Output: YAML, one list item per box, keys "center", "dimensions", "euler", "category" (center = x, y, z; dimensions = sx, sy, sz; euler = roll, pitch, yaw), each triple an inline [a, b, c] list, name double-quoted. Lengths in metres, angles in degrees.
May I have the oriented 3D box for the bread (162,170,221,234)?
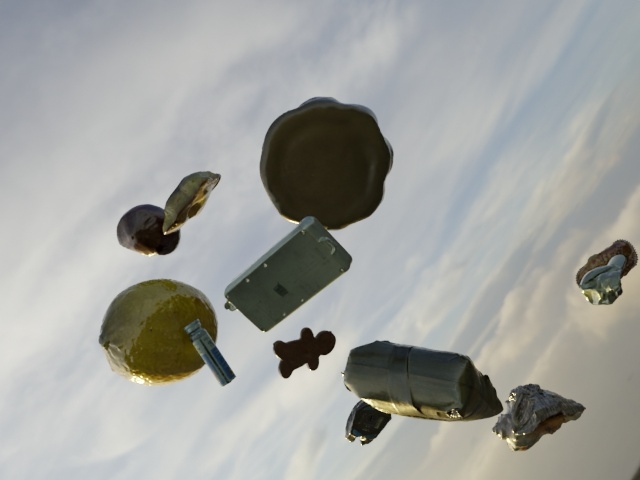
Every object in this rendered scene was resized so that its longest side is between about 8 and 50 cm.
- center: [-0.407, -0.122, 2.038]
  dimensions: [0.233, 0.088, 0.161]
  euler: [-54, -9, 9]
  category: "bread"

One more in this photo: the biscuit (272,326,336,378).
- center: [-0.044, 0.328, 1.995]
  dimensions: [0.205, 0.031, 0.138]
  euler: [-20, -76, -25]
  category: "biscuit"

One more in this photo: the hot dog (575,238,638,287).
- center: [0.817, 0.078, 1.909]
  dimensions: [0.192, 0.099, 0.053]
  euler: [-37, -27, 7]
  category: "hot dog"

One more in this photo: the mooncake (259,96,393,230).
- center: [0.024, -0.218, 1.876]
  dimensions: [0.378, 0.378, 0.201]
  euler: [-63, -3, 19]
  category: "mooncake"

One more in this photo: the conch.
- center: [0.542, 0.434, 1.648]
  dimensions: [0.178, 0.245, 0.163]
  euler: [163, 98, -83]
  category: "conch"

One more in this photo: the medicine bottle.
- center: [-0.296, 0.301, 1.785]
  dimensions: [0.051, 0.191, 0.051]
  euler: [-32, 0, 0]
  category: "medicine bottle"

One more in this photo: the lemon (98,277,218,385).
- center: [-0.461, 0.261, 1.922]
  dimensions: [0.336, 0.336, 0.336]
  euler: [-47, -21, -25]
  category: "lemon"

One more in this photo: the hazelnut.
- center: [-0.549, -0.027, 2.143]
  dimensions: [0.170, 0.201, 0.160]
  euler: [-58, 5, -23]
  category: "hazelnut"

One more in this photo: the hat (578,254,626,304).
- center: [0.631, 0.082, 1.478]
  dimensions: [0.166, 0.081, 0.122]
  euler: [-44, -25, -42]
  category: "hat"

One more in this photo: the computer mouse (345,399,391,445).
- center: [0.097, 0.364, 1.369]
  dimensions: [0.047, 0.079, 0.135]
  euler: [-97, 26, -62]
  category: "computer mouse"

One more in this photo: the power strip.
- center: [-0.064, 0.068, 1.207]
  dimensions: [0.270, 0.118, 0.046]
  euler: [-40, 12, 31]
  category: "power strip"

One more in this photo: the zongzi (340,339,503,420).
- center: [0.191, 0.269, 1.226]
  dimensions: [0.274, 0.250, 0.125]
  euler: [35, -115, -56]
  category: "zongzi"
